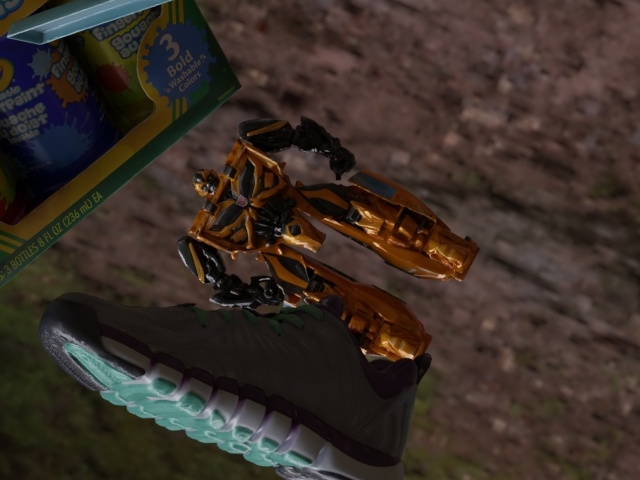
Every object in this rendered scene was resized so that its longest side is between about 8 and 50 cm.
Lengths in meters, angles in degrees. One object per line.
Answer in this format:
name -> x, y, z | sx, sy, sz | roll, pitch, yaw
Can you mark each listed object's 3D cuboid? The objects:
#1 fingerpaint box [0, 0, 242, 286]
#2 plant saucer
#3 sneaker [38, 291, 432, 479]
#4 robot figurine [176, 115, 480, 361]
fingerpaint box -> -0.363, -0.202, 1.972 | 0.163, 0.445, 0.371 | 23, 148, 51
plant saucer -> -0.230, -0.240, 1.763 | 0.192, 0.018, 0.067 | -14, 174, 23
sneaker -> -0.041, 0.059, 0.896 | 0.224, 0.098, 0.083 | 30, 160, -30
robot figurine -> 0.000, 0.000, 1.708 | 0.291, 0.211, 0.085 | 27, 180, 4
